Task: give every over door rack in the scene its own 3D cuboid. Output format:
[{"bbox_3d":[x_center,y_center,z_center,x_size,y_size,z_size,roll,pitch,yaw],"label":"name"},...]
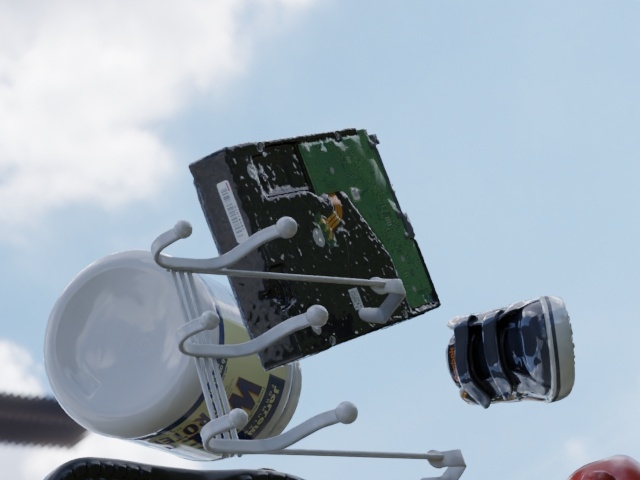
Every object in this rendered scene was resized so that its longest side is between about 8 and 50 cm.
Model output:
[{"bbox_3d":[0.003,0.106,1.745,0.324,0.239,0.108,15,-46,-39],"label":"over door rack"}]

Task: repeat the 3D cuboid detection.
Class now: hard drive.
[{"bbox_3d":[0.000,0.000,1.971,0.064,0.237,0.339,-22,-3,30],"label":"hard drive"}]

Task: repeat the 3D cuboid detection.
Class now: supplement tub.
[{"bbox_3d":[-0.178,0.157,2.275,0.235,0.235,0.325,-45,-27,7],"label":"supplement tub"}]

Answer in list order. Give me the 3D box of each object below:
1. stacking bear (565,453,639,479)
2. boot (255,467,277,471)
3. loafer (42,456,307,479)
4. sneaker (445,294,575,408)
[{"bbox_3d":[0.347,0.287,1.641,0.289,0.164,0.175,23,-44,-12],"label":"stacking bear"},{"bbox_3d":[-0.087,0.396,2.222,0.090,0.207,0.248,48,-112,-22],"label":"boot"},{"bbox_3d":[-0.073,0.166,1.009,0.220,0.080,0.078,21,-22,-31],"label":"loafer"},{"bbox_3d":[0.222,0.139,2.129,0.127,0.126,0.321,-6,-9,-4],"label":"sneaker"}]
